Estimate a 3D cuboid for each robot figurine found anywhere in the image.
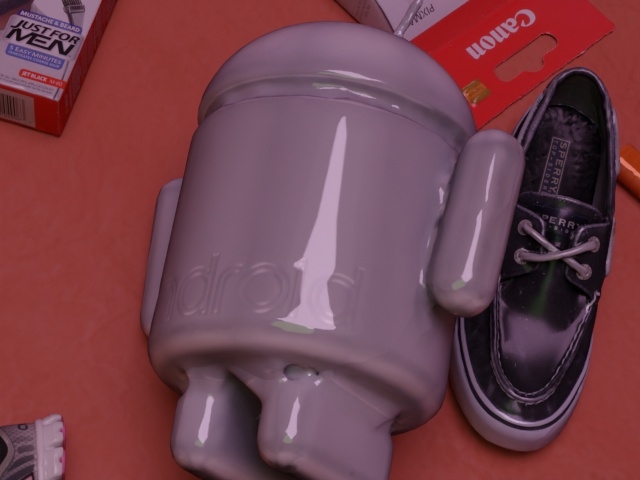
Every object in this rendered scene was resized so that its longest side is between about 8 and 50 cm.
[{"bbox_3d":[0.000,0.000,1.091,0.299,0.200,0.354,-6,62,32],"label":"robot figurine"}]

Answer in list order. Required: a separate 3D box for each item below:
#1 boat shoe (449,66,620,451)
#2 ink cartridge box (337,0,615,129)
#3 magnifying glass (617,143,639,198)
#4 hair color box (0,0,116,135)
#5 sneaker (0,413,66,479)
[{"bbox_3d":[0.168,0.005,1.184,0.108,0.102,0.301,17,59,1],"label":"boat shoe"},{"bbox_3d":[0.116,-0.222,1.335,0.181,0.056,0.225,-36,70,-24],"label":"ink cartridge box"},{"bbox_3d":[0.316,0.010,1.253,0.092,0.026,0.231,-38,75,-25],"label":"magnifying glass"},{"bbox_3d":[-0.219,-0.172,1.253,0.093,0.053,0.167,16,58,1],"label":"hair color box"},{"bbox_3d":[-0.205,0.191,1.046,0.074,0.063,0.170,1,56,-9],"label":"sneaker"}]
